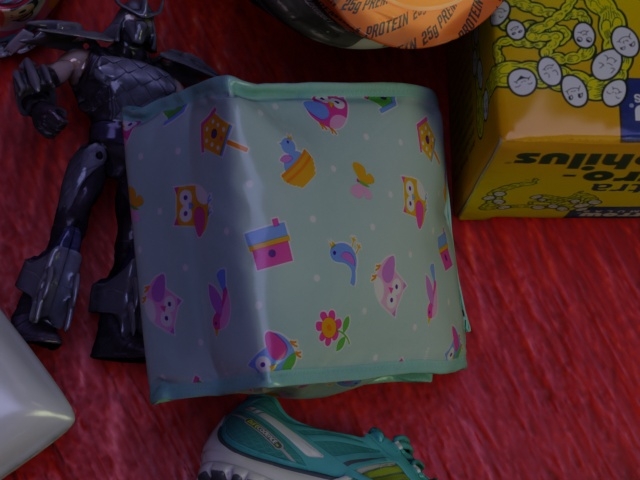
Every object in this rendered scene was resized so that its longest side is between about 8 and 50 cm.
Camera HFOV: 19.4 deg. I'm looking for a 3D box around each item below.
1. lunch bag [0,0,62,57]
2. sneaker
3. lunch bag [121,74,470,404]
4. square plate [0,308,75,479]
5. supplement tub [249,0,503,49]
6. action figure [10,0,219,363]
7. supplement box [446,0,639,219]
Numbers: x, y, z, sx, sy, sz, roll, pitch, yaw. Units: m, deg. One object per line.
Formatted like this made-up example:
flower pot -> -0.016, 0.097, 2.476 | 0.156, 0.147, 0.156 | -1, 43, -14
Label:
lunch bag -> -0.320, -0.272, 1.440 | 0.293, 0.120, 0.258 | 20, 73, 1
sneaker -> 0.049, 0.185, 1.345 | 0.275, 0.107, 0.110 | 22, 50, 5
lunch bag -> 0.000, 0.000, 1.343 | 0.262, 0.160, 0.223 | -2, 83, -45
square plate -> -0.410, 0.093, 1.333 | 0.347, 0.049, 0.344 | -36, 78, -4
supplement tub -> -0.001, -0.261, 1.336 | 0.207, 0.338, 0.207 | -11, 117, -23
action figure -> -0.151, -0.055, 1.396 | 0.185, 0.099, 0.285 | 11, 81, -21
supplement box -> 0.204, -0.209, 1.428 | 0.194, 0.195, 0.356 | 0, 74, -5
